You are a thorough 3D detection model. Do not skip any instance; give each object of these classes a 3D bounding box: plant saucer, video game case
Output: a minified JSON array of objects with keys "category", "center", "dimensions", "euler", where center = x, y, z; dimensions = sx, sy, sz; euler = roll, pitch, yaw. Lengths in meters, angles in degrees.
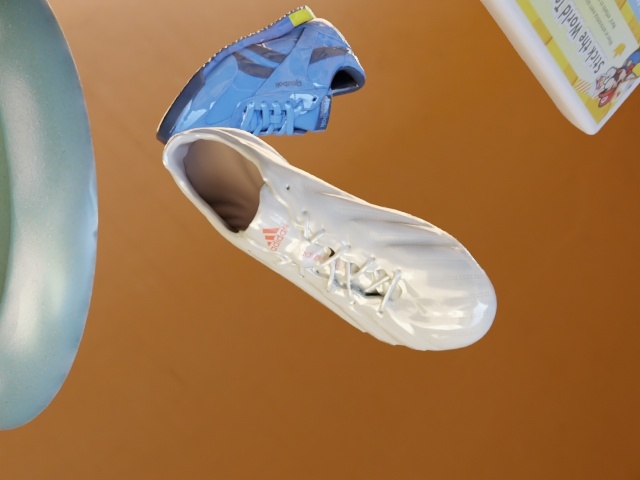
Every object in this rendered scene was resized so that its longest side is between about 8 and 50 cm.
[{"category":"plant saucer","center":[-0.240,-0.032,1.296],"dimensions":[0.044,0.317,0.317],"euler":[-4,166,-36]},{"category":"video game case","center":[0.159,-0.163,0.897],"dimensions":[0.206,0.026,0.227],"euler":[-50,156,2]}]

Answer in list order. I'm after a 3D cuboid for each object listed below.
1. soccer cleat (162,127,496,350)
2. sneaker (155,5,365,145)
[{"category":"soccer cleat","center":[0.000,0.000,1.030],"dimensions":[0.068,0.196,0.076],"euler":[-63,157,10]},{"category":"sneaker","center":[-0.037,-0.108,1.474],"dimensions":[0.209,0.082,0.069],"euler":[-36,167,-49]}]
